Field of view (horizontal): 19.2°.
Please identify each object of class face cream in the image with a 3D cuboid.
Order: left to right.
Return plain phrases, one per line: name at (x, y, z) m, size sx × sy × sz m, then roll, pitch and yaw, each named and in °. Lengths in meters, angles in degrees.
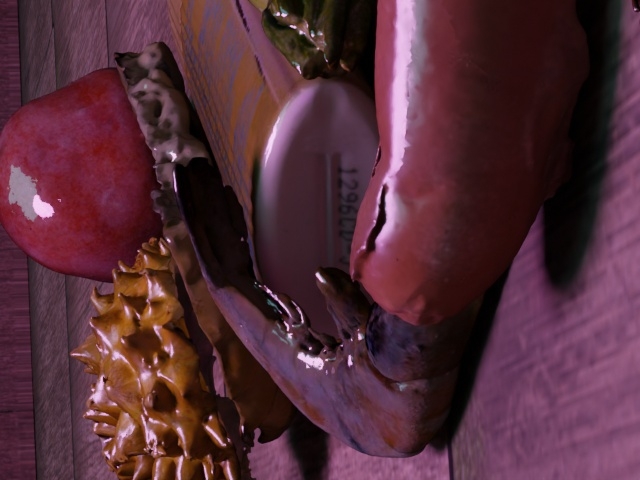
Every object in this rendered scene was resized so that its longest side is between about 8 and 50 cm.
face cream at (-0.025, -0.076, 0.904) m, size 0.285 × 0.067 × 0.139 m, roll -114°, pitch 21°, yaw -57°

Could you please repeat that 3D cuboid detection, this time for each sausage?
sausage at (0.046, -0.120, 0.589) m, size 0.078 × 0.078 × 0.304 m, roll -145°, pitch 55°, yaw -74°

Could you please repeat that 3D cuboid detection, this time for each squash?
squash at (-0.016, -0.167, 0.825) m, size 0.341 × 0.094 × 0.094 m, roll -108°, pitch 21°, yaw -57°

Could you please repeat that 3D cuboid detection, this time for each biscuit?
biscuit at (-0.054, 0.011, 0.997) m, size 0.273 × 0.036 × 0.187 m, roll -114°, pitch 4°, yaw -59°

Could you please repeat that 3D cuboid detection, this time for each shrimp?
shrimp at (0.002, -0.002, 0.729) m, size 0.148 × 0.035 × 0.195 m, roll 42°, pitch 141°, yaw 22°

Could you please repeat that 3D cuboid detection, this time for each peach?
peach at (-0.139, -0.029, 1.257) m, size 0.152 × 0.152 × 0.152 m, roll 179°, pitch 90°, yaw -77°

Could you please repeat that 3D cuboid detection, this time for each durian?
durian at (-0.094, 0.064, 1.015) m, size 0.224 × 0.078 × 0.140 m, roll -113°, pitch -1°, yaw -59°

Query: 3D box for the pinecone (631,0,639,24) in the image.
pinecone at (0.094, -0.070, 0.406) m, size 0.077 × 0.077 × 0.083 m, roll -108°, pitch 12°, yaw -51°
